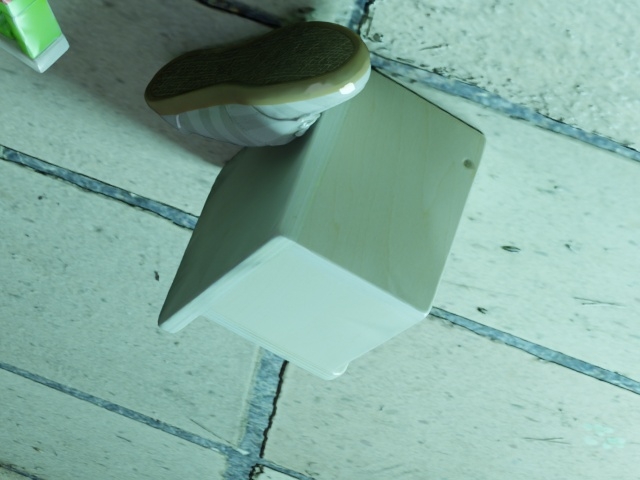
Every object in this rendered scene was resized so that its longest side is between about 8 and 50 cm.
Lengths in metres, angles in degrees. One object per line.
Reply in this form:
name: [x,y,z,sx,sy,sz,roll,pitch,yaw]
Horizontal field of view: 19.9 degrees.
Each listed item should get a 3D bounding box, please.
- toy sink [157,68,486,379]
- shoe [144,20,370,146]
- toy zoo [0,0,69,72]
toy sink: [0.000,0.000,1.327,0.131,0.152,0.234,29,150,-15]
shoe: [-0.035,-0.102,1.250,0.219,0.076,0.058,0,135,51]
toy zoo: [-0.273,-0.244,1.141,0.192,0.030,0.293,33,160,29]
